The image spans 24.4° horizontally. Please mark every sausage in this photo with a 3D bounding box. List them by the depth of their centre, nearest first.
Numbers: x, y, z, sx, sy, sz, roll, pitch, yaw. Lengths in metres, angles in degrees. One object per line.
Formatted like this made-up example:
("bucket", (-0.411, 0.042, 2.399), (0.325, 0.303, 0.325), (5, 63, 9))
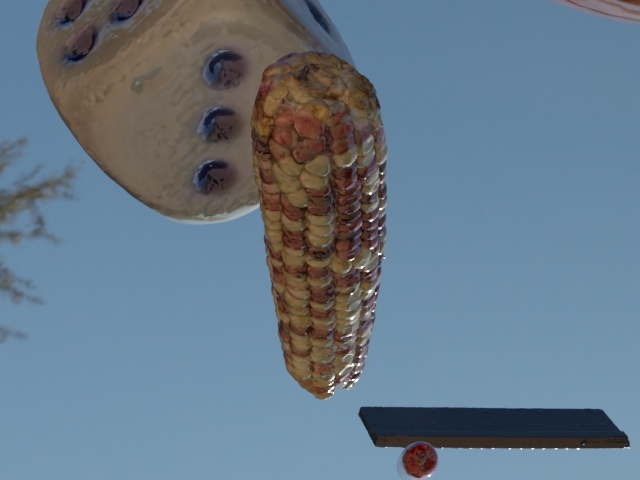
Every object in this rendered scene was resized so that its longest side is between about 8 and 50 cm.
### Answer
("sausage", (0.083, 0.191, 1.276), (0.034, 0.129, 0.034), (0, -101, 2))

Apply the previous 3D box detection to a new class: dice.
("dice", (-0.097, -0.144, 1.175), (0.193, 0.194, 0.192), (-35, -51, 13))

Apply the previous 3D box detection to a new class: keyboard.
("keyboard", (0.204, 0.220, 1.734), (0.309, 0.101, 0.018), (2, -73, -13))

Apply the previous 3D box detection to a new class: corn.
("corn", (0.000, 0.000, 0.869), (0.079, 0.079, 0.237), (23, -45, 26))

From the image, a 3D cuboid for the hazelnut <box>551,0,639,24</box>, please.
("hazelnut", (0.212, -0.324, 1.047), (0.372, 0.372, 0.315), (57, -21, 4))
